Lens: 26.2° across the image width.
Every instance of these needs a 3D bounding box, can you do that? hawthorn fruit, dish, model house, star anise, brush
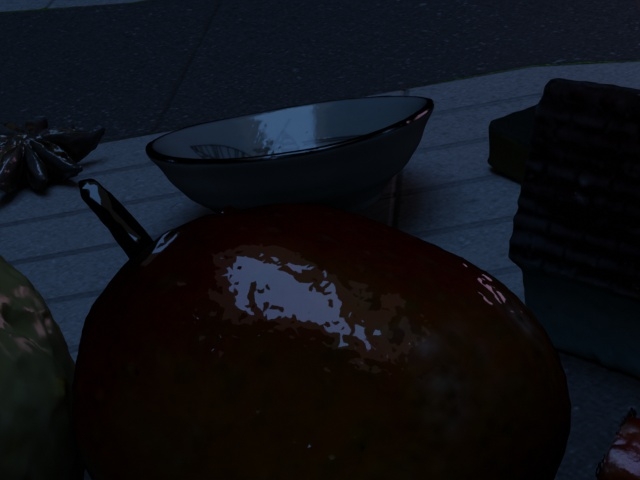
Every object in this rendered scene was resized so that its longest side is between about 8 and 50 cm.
[{"bbox_3d":[-0.025,0.088,0.886,0.369,0.284,0.285,44,46,9],"label":"hawthorn fruit"},{"bbox_3d":[-0.025,-0.075,1.461,0.317,0.106,0.316,-9,13,2],"label":"dish"},{"bbox_3d":[0.304,-0.039,1.141,0.230,0.248,0.281,-29,32,-36],"label":"model house"},{"bbox_3d":[-0.365,-0.103,1.716,0.182,0.065,0.195,6,26,19],"label":"star anise"},{"bbox_3d":[0.280,-0.098,1.482,0.123,0.059,0.197,-25,30,-25],"label":"brush"}]

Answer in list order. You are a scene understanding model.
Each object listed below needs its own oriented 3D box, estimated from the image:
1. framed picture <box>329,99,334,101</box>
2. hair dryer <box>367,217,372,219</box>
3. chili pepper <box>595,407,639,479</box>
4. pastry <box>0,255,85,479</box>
[{"bbox_3d":[0.014,-0.140,1.715,0.109,0.011,0.149,-25,30,-27],"label":"framed picture"},{"bbox_3d":[0.000,0.000,1.416,0.071,0.047,0.150,-17,16,-24],"label":"hair dryer"},{"bbox_3d":[0.281,0.174,0.939,0.169,0.065,0.088,13,49,29],"label":"chili pepper"},{"bbox_3d":[-0.352,0.130,0.907,0.389,0.312,0.388,-26,22,11],"label":"pastry"}]
